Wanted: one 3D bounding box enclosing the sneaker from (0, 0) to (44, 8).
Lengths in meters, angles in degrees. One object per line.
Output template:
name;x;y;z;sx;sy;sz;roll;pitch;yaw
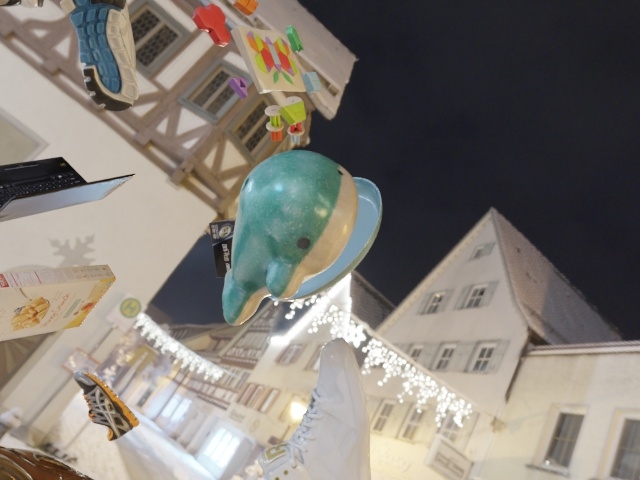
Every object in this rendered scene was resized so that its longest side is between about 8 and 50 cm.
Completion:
sneaker;-0.449;-0.439;0.629;0.100;0.108;0.271;-131;-149;-56

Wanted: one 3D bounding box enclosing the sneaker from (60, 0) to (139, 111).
sneaker;-0.250;-0.253;0.570;0.071;0.083;0.190;-2;-57;-13

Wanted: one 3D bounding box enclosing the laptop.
laptop;-0.554;-0.128;0.983;0.264;0.234;0.136;40;-54;21

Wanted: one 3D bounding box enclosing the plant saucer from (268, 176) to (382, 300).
plant saucer;0.000;0.000;1.024;0.318;0.317;0.044;1;-37;50

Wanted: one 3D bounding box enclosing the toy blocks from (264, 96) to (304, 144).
toy blocks;-0.102;-0.334;1.463;0.054;0.123;0.148;41;-29;33

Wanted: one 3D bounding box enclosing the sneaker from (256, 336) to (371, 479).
sneaker;-0.016;0.306;0.775;0.169;0.292;0.108;-5;0;-15

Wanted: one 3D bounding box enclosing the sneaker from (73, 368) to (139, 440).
sneaker;-0.547;0.409;1.236;0.215;0.083;0.084;55;-28;-13

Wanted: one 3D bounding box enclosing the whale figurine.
whale figurine;-0.072;-0.006;0.680;0.141;0.216;0.272;31;-61;-24

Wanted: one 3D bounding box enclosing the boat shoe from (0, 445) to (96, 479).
boat shoe;-0.360;0.301;0.574;0.104;0.110;0.307;18;-28;48

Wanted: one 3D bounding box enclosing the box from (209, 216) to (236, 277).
box;-0.219;0.011;1.351;0.078;0.147;0.180;-5;5;15

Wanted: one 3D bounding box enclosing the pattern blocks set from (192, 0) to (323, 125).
pattern blocks set;-0.105;-0.381;1.042;0.026;0.325;0.285;-19;-72;33

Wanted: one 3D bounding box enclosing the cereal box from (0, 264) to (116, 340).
cereal box;-0.550;0.124;0.972;0.047;0.173;0.240;52;24;17
